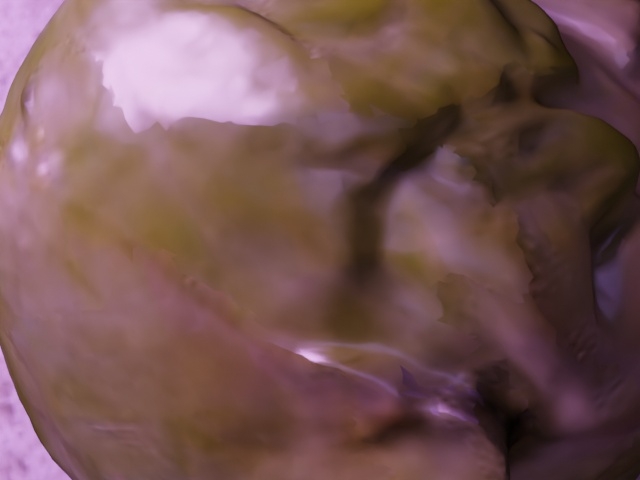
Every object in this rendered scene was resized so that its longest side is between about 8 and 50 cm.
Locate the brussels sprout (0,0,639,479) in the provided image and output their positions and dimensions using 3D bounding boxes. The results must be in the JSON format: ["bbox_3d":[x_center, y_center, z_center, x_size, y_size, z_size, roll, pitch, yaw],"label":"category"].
[{"bbox_3d":[0.000,0.000,0.659,0.328,0.247,0.328,13,126,18],"label":"brussels sprout"}]
